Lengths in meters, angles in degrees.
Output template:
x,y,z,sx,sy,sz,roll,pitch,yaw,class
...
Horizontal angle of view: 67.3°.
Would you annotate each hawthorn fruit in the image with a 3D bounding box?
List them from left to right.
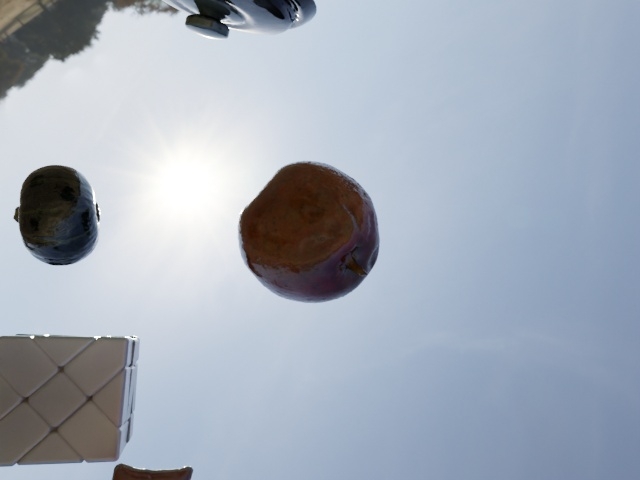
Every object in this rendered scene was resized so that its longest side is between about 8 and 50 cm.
x,y,z,sx,sy,sz,roll,pitch,yaw,class
0.000,0.000,0.922,0.277,0.277,0.298,-45,-137,-13,hawthorn fruit

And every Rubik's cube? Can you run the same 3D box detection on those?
x,y,z,sx,sy,sz,roll,pitch,yaw,class
-0.690,0.422,1.336,0.316,0.322,0.319,144,-52,-70,Rubik's cube

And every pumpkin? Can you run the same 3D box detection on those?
x,y,z,sx,sy,sz,roll,pitch,yaw,class
-0.428,-0.038,0.790,0.125,0.167,0.167,-20,-154,-31,pumpkin

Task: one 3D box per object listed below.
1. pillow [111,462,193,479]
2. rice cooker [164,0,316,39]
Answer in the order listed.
x,y,z,sx,sy,sz,roll,pitch,yaw,class
-0.394,0.592,1.088,0.075,0.179,0.171,24,-83,60,pillow
-0.114,-0.412,0.619,0.316,0.316,0.264,-26,177,14,rice cooker
